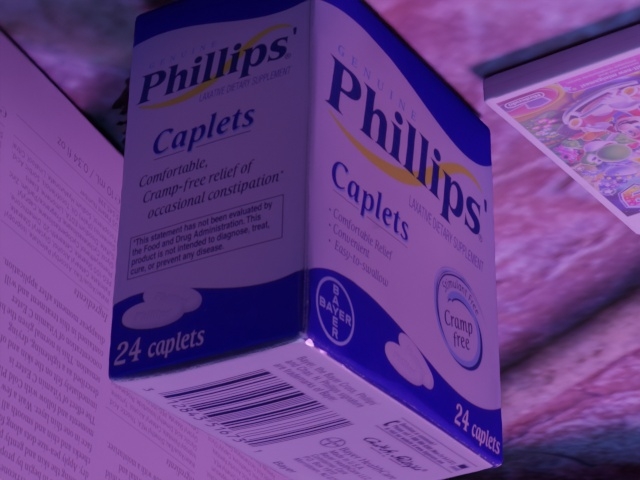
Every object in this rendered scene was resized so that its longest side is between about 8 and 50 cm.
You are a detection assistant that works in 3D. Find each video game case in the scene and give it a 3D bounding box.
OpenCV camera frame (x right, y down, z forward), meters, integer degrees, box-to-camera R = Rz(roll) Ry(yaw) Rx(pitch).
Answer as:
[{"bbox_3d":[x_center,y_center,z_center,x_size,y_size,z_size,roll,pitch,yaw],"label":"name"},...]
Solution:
[{"bbox_3d":[0.127,-0.040,0.606,0.087,0.011,0.122,-18,147,32],"label":"video game case"}]

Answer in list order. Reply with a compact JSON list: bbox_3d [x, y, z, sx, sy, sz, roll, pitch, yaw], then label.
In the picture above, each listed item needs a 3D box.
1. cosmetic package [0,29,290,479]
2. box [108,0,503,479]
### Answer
[{"bbox_3d":[-0.122,0.099,0.591,0.098,0.284,0.377,-10,150,20],"label":"cosmetic package"},{"bbox_3d":[0.000,0.000,0.553,0.072,0.137,0.126,-16,148,28],"label":"box"}]
